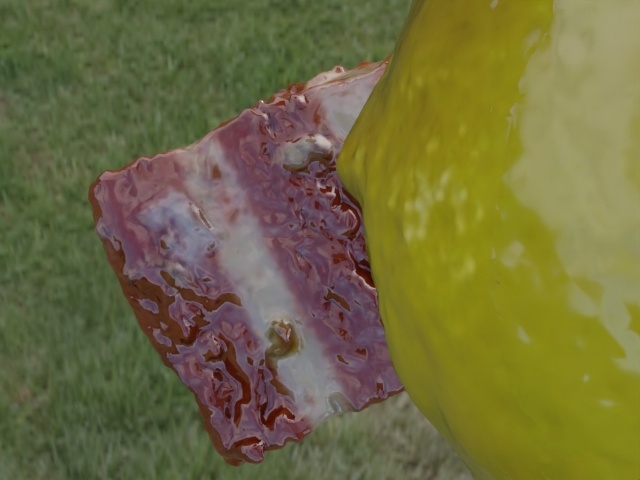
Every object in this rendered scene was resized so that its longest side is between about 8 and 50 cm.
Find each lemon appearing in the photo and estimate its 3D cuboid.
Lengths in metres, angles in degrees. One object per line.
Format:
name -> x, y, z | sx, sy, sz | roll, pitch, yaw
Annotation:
lemon -> 0.130, -0.032, 0.440 | 0.234, 0.233, 0.288 | 17, 81, 8

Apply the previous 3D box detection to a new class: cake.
cake -> 0.000, 0.000, 1.401 | 0.320, 0.270, 0.269 | -28, 92, 5
